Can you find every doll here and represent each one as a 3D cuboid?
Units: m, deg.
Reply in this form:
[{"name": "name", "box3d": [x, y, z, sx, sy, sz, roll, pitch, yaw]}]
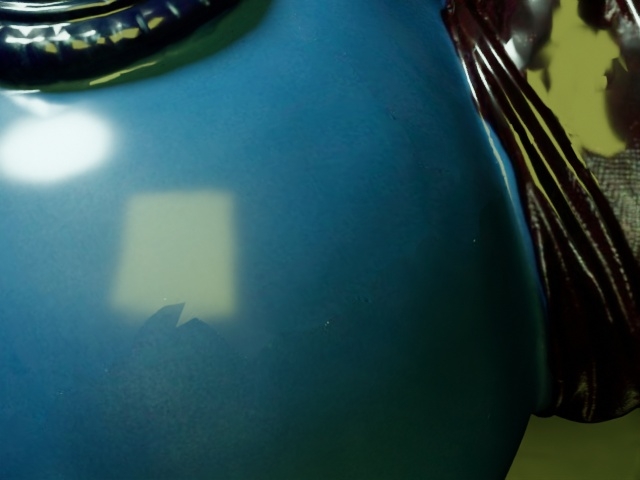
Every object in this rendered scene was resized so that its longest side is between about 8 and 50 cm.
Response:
[{"name": "doll", "box3d": [0.000, 0.000, 0.466, 0.310, 0.284, 0.240, -13, 40, -1]}]
